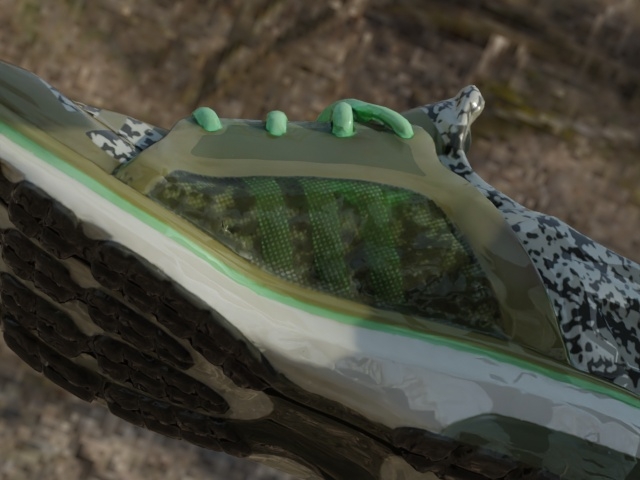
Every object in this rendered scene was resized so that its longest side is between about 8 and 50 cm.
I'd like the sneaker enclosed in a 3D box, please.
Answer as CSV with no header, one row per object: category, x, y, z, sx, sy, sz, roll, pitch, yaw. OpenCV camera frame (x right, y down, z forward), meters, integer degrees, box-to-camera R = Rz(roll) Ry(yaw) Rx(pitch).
sneaker,0.000,0.000,0.828,0.410,0.158,0.182,28,59,-4
